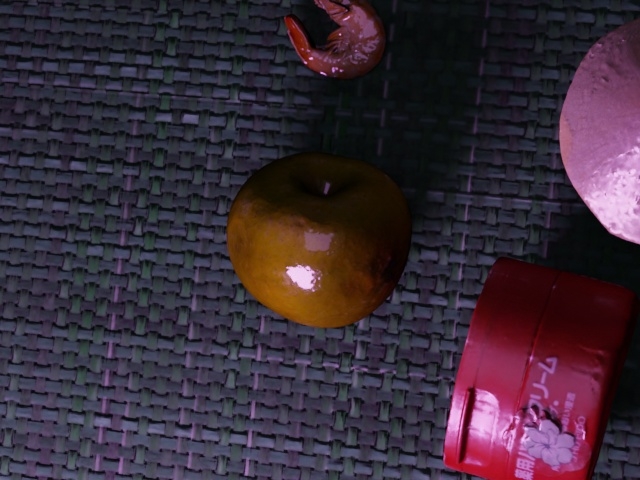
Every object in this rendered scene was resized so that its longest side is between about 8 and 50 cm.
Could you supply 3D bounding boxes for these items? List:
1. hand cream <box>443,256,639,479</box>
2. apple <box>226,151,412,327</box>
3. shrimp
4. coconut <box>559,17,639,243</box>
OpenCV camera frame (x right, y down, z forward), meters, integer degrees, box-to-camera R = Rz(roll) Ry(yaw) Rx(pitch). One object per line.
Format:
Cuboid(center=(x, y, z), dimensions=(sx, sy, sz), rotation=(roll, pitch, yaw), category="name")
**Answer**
Cuboid(center=(0.218, 0.136, 1.602), dimensions=(0.149, 0.230, 0.230), rotation=(14, 89, 11), category="hand cream")
Cuboid(center=(0.000, 0.000, 1.680), dimensions=(0.196, 0.196, 0.157), rotation=(16, 119, 13), category="apple")
Cuboid(center=(0.001, -0.243, 1.775), dimensions=(0.162, 0.045, 0.095), rotation=(46, 117, 7), category="shrimp")
Cuboid(center=(0.348, -0.106, 1.578), dimensions=(0.239, 0.244, 0.239), rotation=(-1, 87, 12), category="coconut")
